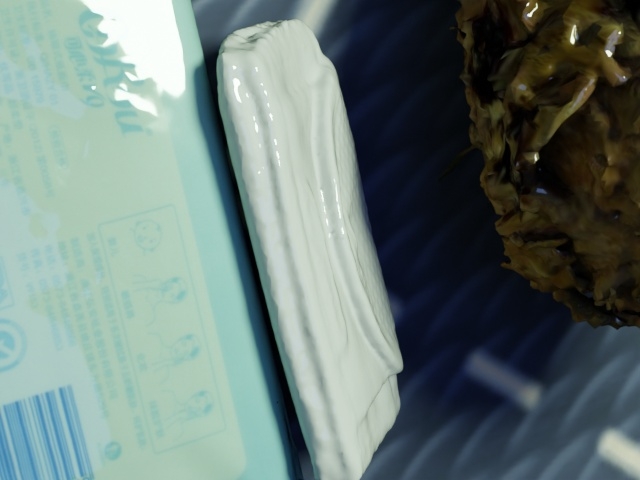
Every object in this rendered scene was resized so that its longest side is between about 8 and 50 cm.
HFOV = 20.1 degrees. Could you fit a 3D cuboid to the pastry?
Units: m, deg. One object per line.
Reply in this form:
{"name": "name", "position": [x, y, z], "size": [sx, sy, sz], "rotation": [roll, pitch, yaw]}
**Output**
{"name": "pastry", "position": [0.183, -0.077, 0.768], "size": [0.193, 0.275, 0.275], "rotation": [35, 73, -61]}

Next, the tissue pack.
{"name": "tissue pack", "position": [-0.121, 0.002, 0.687], "size": [0.177, 0.089, 0.263], "rotation": [-17, 97, -27]}

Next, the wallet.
{"name": "wallet", "position": [0.000, 0.000, 0.738], "size": [0.032, 0.124, 0.183], "rotation": [-10, 99, 16]}
